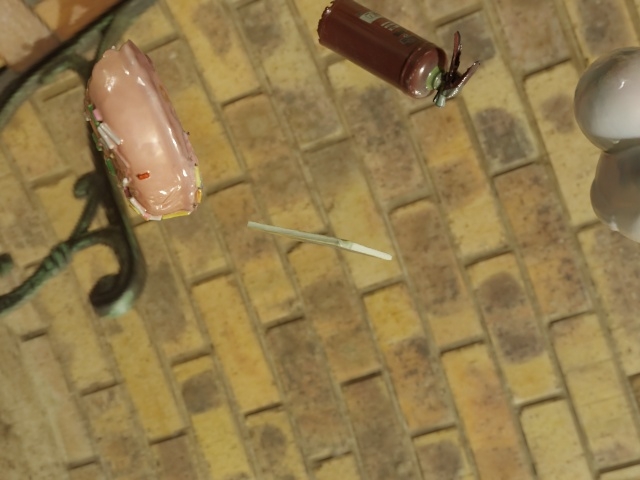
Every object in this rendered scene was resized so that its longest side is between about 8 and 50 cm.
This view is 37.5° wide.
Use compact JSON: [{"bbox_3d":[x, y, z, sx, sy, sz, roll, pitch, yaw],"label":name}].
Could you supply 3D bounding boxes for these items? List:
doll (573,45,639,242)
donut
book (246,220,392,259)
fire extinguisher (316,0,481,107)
[{"bbox_3d":[0.397,-0.123,1.127,0.221,0.221,0.251,58,25,-36],"label":"doll"},{"bbox_3d":[-0.205,-0.113,1.060,0.199,0.085,0.233,66,-13,-8],"label":"donut"},{"bbox_3d":[0.000,0.000,1.579,0.168,0.192,0.013,16,86,-56],"label":"book"},{"bbox_3d":[0.147,-0.351,1.711,0.106,0.337,0.147,-27,140,-38],"label":"fire extinguisher"}]
